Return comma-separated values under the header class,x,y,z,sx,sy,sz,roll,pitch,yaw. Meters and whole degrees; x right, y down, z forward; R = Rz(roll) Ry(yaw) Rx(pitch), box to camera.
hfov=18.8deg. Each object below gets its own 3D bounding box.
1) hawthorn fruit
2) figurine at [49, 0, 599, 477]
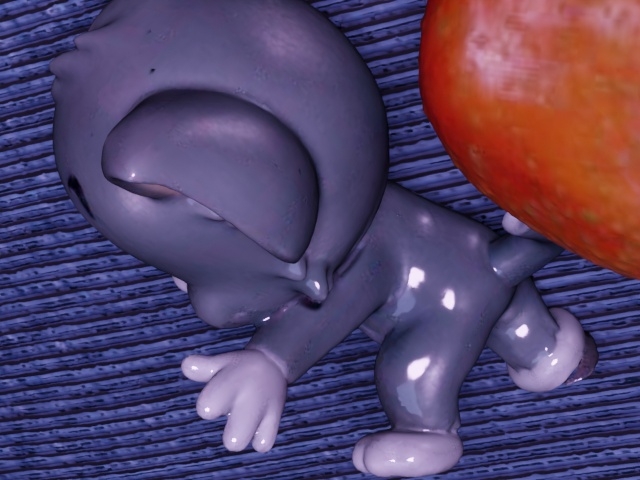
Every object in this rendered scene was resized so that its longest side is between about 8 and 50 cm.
class,x,y,z,sx,sy,sz,roll,pitch,yaw
hawthorn fruit,0.097,-0.071,0.674,0.203,0.162,0.162,12,128,27
figurine,0.005,-0.001,0.739,0.265,0.193,0.140,24,127,-14
